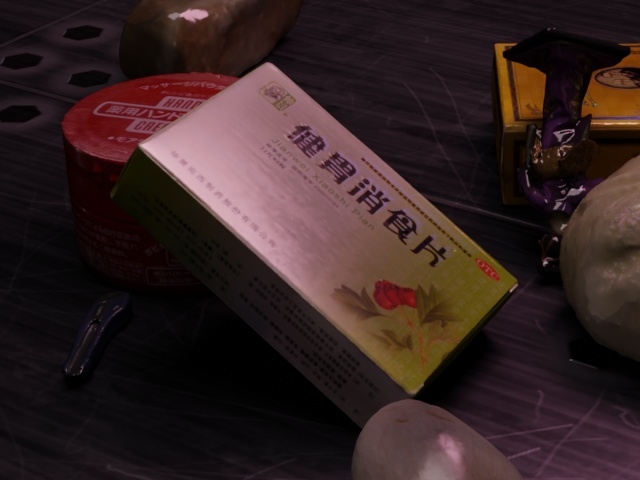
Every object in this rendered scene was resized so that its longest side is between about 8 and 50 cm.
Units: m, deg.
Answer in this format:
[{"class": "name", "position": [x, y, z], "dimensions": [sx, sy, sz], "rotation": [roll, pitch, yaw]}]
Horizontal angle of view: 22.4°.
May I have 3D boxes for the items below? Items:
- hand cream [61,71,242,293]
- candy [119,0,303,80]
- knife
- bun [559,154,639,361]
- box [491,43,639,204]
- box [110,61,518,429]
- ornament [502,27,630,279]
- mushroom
[{"class": "hand cream", "position": [-0.116, -0.050, 1.345], "dimensions": [0.193, 0.125, 0.193], "rotation": [-1, 28, 0]}, {"class": "candy", "position": [-0.111, -0.233, 1.711], "dimensions": [0.104, 0.102, 0.234], "rotation": [15, 31, 28]}, {"class": "knife", "position": [-0.171, 0.074, 1.230], "dimensions": [0.031, 0.018, 0.121], "rotation": [1, 30, 10]}, {"class": "bun", "position": [0.292, 0.000, 1.207], "dimensions": [0.231, 0.133, 0.231], "rotation": [4, 33, -3]}, {"class": "box", "position": [0.310, -0.110, 1.470], "dimensions": [0.301, 0.084, 0.193], "rotation": [0, 28, 3]}, {"class": "box", "position": [-0.001, 0.000, 1.176], "dimensions": [0.260, 0.062, 0.175], "rotation": [42, 40, 8]}, {"class": "ornament", "position": [0.206, -0.066, 1.327], "dimensions": [0.081, 0.203, 0.088], "rotation": [3, -13, -21]}, {"class": "mushroom", "position": [0.091, 0.176, 0.944], "dimensions": [0.116, 0.093, 0.225], "rotation": [10, 18, -23]}]
